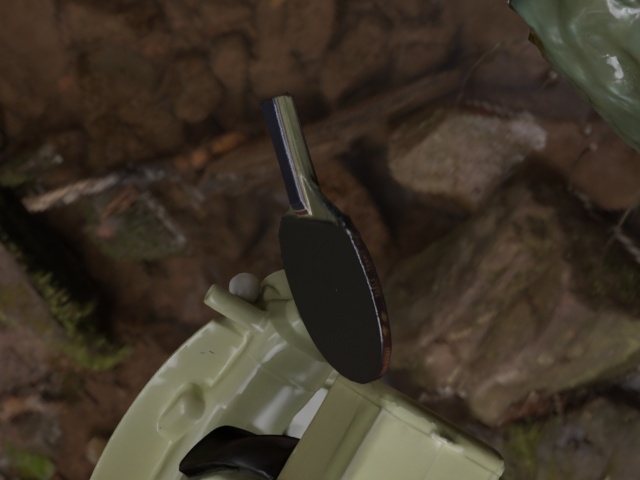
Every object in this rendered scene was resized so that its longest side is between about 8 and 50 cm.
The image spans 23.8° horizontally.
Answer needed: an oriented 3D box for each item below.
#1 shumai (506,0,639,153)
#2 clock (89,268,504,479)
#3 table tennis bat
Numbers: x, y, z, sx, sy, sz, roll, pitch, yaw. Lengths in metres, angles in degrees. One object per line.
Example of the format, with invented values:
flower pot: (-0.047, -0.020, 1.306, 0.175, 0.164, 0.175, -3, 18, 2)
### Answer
shumai: (0.235, -0.111, 0.952, 0.264, 0.309, 0.304, 12, 100, 5)
clock: (-0.048, 0.153, 0.794, 0.120, 0.379, 0.276, 32, 89, -18)
table tennis bat: (0.000, 0.000, 0.415, 0.050, 0.007, 0.083, 4, 113, 63)
